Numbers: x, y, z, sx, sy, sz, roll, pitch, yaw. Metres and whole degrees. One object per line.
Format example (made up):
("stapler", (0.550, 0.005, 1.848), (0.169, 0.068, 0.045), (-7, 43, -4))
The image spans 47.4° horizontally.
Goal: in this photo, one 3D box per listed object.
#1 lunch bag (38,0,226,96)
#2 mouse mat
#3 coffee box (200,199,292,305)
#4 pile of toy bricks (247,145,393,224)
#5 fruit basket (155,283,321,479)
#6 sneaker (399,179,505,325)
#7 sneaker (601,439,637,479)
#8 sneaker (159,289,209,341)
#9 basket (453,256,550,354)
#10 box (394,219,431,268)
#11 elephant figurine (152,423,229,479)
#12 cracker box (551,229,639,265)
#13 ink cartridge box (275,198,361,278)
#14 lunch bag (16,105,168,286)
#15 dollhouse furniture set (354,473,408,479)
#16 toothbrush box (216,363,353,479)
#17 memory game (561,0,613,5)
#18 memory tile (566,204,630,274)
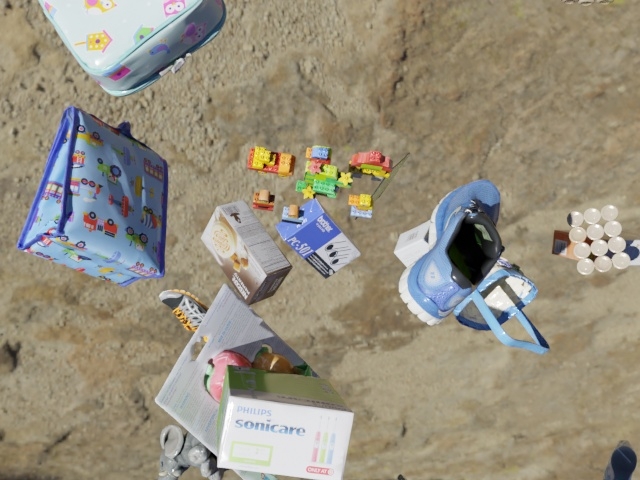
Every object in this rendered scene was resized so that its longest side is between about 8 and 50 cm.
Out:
("lunch bag", (-0.267, -0.349, 1.009), (0.224, 0.279, 0.108), (-35, 162, -2))
("mouse mat", (0.149, -0.131, 1.729), (0.007, 0.189, 0.153), (37, 120, 5))
("coffee box", (-0.203, 0.032, 1.971), (0.098, 0.247, 0.141), (-18, 153, -42))
("pile of toy bricks", (-0.003, -0.090, 1.056), (0.212, 0.118, 0.105), (8, 165, -4))
("fruit basket", (-0.163, 0.323, 1.558), (0.353, 0.327, 0.165), (44, 135, -20))
("sneaker", (0.256, 0.000, 1.222), (0.129, 0.330, 0.147), (42, 136, -10))
("sneaker", (0.547, 0.438, 1.340), (0.053, 0.061, 0.152), (18, 105, 19))
("sneaker", (-0.381, 0.218, 2.138), (0.214, 0.083, 0.084), (33, 143, -16))
("basket", (0.455, 0.163, 1.878), (0.201, 0.289, 0.254), (-42, 145, 22))
("box", (0.329, 0.043, 2.193), (0.130, 0.091, 0.170), (-26, 116, 38))
("elephant figurine", (-0.376, 0.585, 2.009), (0.239, 0.186, 0.170), (-10, 106, 28))
("cracker box", (0.715, 0.017, 1.798), (0.232, 0.155, 0.067), (0, 99, -23))
("ink cartridge box", (0.000, 0.000, 1.479), (0.097, 0.046, 0.207), (-35, 146, 6))
("lunch bag", (-0.386, -0.093, 1.327), (0.138, 0.293, 0.221), (-13, 151, 38))
("dollhouse furniture set", (0.110, 0.538, 1.260), (0.212, 0.161, 0.242), (-41, 141, -3))
("toothbrush box", (-0.074, 0.314, 1.291), (0.206, 0.122, 0.283), (10, 178, -9))
("memory game", (0.574, -0.529, 1.525), (0.186, 0.012, 0.186), (4, 177, 0))
("memory tile", (0.615, -0.001, 1.618), (0.113, 0.148, 0.012), (-12, 166, 19))
